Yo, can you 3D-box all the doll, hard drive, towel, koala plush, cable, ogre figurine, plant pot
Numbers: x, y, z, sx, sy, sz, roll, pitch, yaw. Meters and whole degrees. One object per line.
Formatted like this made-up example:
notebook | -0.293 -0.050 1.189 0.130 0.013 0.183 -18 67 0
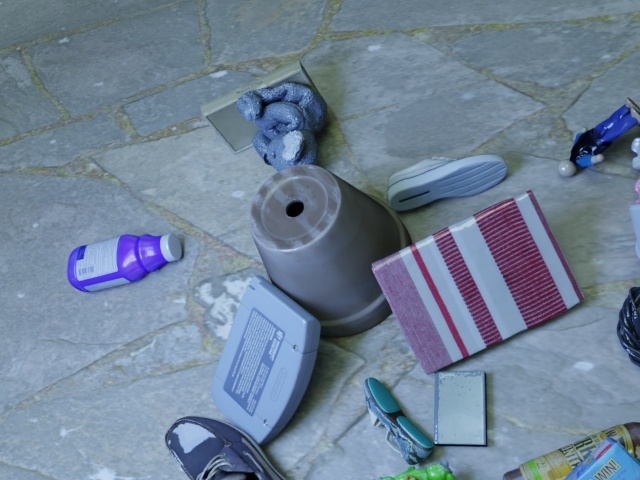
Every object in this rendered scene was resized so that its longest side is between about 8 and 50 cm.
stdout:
doll | 0.540 -0.191 1.371 0.189 0.046 0.129 -44 23 34
hard drive | 0.257 0.308 1.288 0.094 0.022 0.135 -6 61 21
towel | 0.291 0.079 1.312 0.329 0.037 0.237 -26 92 8
koala plush | -0.065 -0.233 1.624 0.203 0.196 0.221 -17 54 3
cable | 0.594 0.158 1.213 0.150 0.047 0.184 -37 58 7
ogre figurine | 0.167 0.455 1.212 0.197 0.097 0.118 -24 74 28
plant pot | 0.000 0.000 1.412 0.323 0.280 0.323 -10 61 19

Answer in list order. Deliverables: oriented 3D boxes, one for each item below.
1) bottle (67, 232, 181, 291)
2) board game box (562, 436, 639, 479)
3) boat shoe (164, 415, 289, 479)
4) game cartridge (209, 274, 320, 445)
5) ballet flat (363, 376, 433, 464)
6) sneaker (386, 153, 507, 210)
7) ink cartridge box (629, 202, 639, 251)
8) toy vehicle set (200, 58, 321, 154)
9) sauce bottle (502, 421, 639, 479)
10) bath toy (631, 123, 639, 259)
bottle | -0.476 0.045 1.708 0.282 0.092 0.118 -14 60 16
board game box | 0.427 0.501 1.001 0.308 0.086 0.302 -45 73 3
boat shoe | -0.157 0.440 1.302 0.355 0.130 0.132 29 84 23
game cartridge | -0.110 0.244 1.387 0.198 0.062 0.297 33 112 30
ballet flat | 0.129 0.340 1.308 0.070 0.070 0.188 -41 51 -1
sneaker | 0.260 -0.143 1.487 0.258 0.094 0.091 -13 46 10
ink cartridge box | 0.676 0.003 1.129 0.278 0.117 0.201 -15 91 1
toy vehicle set | -0.135 -0.320 1.707 0.266 0.166 0.035 -23 55 11
sauce bottle | 0.467 0.358 1.119 0.344 0.111 0.111 -26 56 7
bath toy | 0.657 -0.109 1.277 0.129 0.151 0.348 11 69 -2
